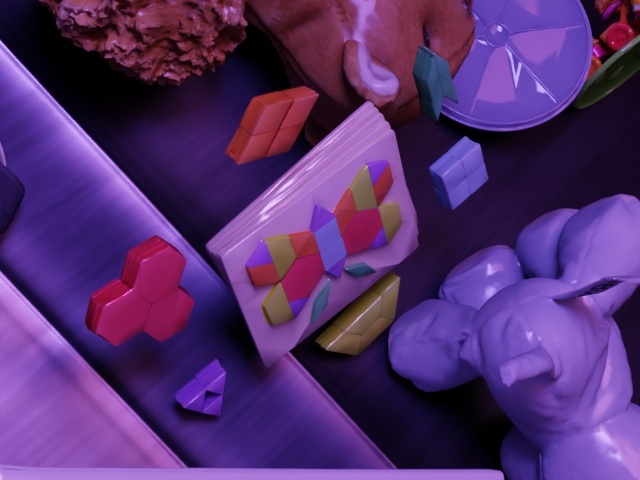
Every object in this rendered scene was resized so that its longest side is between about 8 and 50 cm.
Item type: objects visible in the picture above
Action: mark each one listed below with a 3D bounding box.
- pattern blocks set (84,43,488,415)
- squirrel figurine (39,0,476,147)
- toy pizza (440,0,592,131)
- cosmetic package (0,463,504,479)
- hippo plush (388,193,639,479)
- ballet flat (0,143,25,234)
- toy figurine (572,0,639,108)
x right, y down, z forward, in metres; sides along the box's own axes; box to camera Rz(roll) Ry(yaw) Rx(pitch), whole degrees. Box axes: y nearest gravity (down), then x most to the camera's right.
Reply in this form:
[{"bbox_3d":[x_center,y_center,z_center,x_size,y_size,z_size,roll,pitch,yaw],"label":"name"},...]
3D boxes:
[{"bbox_3d":[0.000,0.000,0.850,0.325,0.026,0.285,-48,141,-7],"label":"pattern blocks set"},{"bbox_3d":[-0.059,-0.246,0.928,0.396,0.281,0.371,-22,93,-22],"label":"squirrel figurine"},{"bbox_3d":[0.174,-0.201,1.124,0.201,0.032,0.201,1,75,-5],"label":"toy pizza"},{"bbox_3d":[-0.055,0.268,0.748,0.384,0.156,0.217,8,66,-28],"label":"cosmetic package"},{"bbox_3d":[0.227,0.117,0.921,0.234,0.294,0.237,-37,100,-15],"label":"hippo plush"},{"bbox_3d":[-0.283,-0.092,0.800,0.074,0.074,0.203,-46,109,-36],"label":"ballet flat"},{"bbox_3d":[0.286,-0.255,1.179,0.130,0.173,0.159,-22,70,-48],"label":"toy figurine"}]
